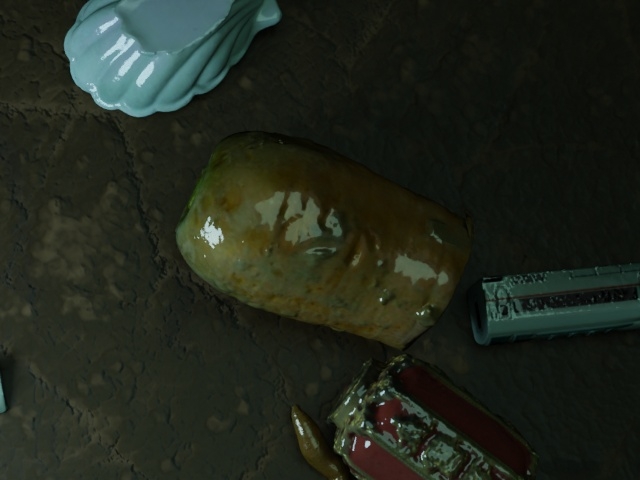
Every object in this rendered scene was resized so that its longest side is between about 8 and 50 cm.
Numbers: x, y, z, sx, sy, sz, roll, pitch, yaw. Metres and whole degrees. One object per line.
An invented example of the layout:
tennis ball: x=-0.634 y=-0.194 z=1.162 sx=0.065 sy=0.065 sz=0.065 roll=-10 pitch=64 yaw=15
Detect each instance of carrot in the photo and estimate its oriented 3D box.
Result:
carrot: x=0.000 y=0.000 z=1.858 sx=0.341 sy=0.224 sz=0.224 roll=25 pitch=74 yaw=-9

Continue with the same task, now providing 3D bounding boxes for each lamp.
lamp: x=0.141 y=0.263 z=1.834 sx=0.274 sy=0.177 sz=0.177 roll=38 pitch=74 yaw=2

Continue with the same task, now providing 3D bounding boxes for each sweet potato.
sweet potato: x=0.013 y=0.285 z=1.877 sx=0.044 sy=0.044 sz=0.179 roll=-34 pitch=85 yaw=-15

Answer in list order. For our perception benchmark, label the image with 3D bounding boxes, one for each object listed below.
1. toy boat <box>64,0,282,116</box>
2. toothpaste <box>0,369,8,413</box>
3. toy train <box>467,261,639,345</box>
toy boat: x=-0.197 y=-0.287 z=1.958 sx=0.290 sy=0.100 sz=0.199 roll=-28 pitch=82 yaw=-12
toothpaste: x=-0.523 y=0.202 z=1.815 sx=0.268 sy=0.047 sz=0.069 roll=-12 pitch=65 yaw=-15
toy train: x=0.403 y=0.076 z=1.965 sx=0.407 sy=0.086 sz=0.088 roll=-6 pitch=76 yaw=-10
